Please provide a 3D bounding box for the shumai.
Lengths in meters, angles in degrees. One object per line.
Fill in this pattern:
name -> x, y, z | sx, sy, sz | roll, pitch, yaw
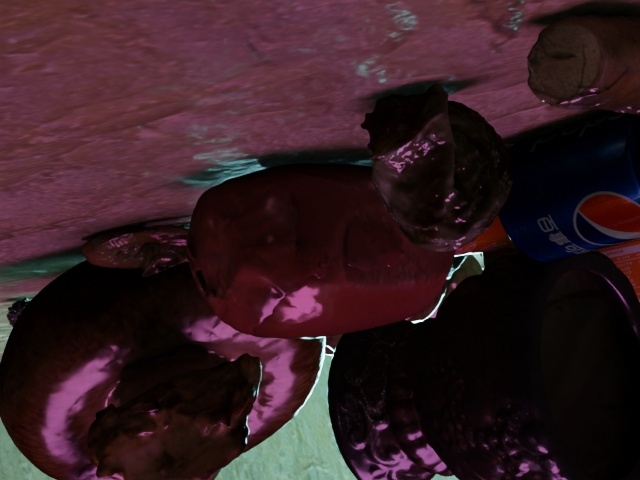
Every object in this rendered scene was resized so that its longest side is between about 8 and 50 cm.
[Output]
shumai -> 0.075, -0.060, 1.350 | 0.099, 0.124, 0.087 | -39, 149, 6

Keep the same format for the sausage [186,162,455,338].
sausage -> 0.001, 0.008, 1.612 | 0.152, 0.152, 0.280 | -16, 173, 36

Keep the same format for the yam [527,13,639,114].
yam -> 0.241, -0.115, 1.285 | 0.071, 0.067, 0.317 | 0, -179, 37

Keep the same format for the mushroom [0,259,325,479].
mushroom -> -0.134, 0.150, 1.928 | 0.331, 0.356, 0.334 | -33, 141, -21

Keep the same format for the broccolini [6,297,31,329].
broccolini -> -0.299, 0.073, 2.289 | 0.194, 0.054, 0.052 | -19, -156, -39

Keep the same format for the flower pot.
flower pot -> 0.165, 0.151, 1.903 | 0.267, 0.266, 0.266 | -13, 175, 38

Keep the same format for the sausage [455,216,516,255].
sausage -> 0.196, -0.039, 1.836 | 0.312, 0.093, 0.093 | -7, 173, -42

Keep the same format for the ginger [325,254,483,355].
ginger -> 0.074, 0.071, 2.373 | 0.244, 0.155, 0.304 | -11, 176, 14

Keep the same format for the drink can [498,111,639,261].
drink can -> 0.257, -0.054, 1.692 | 0.118, 0.118, 0.205 | -7, 171, -44

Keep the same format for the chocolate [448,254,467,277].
chocolate -> 0.098, -0.001, 1.946 | 0.110, 0.110, 0.248 | -12, 172, 1

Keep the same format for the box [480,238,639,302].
box -> 0.275, 0.018, 2.065 | 0.195, 0.148, 0.177 | -13, -155, 7

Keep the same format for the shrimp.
shrimp -> -0.147, -0.003, 1.816 | 0.162, 0.045, 0.095 | -5, 152, -18
